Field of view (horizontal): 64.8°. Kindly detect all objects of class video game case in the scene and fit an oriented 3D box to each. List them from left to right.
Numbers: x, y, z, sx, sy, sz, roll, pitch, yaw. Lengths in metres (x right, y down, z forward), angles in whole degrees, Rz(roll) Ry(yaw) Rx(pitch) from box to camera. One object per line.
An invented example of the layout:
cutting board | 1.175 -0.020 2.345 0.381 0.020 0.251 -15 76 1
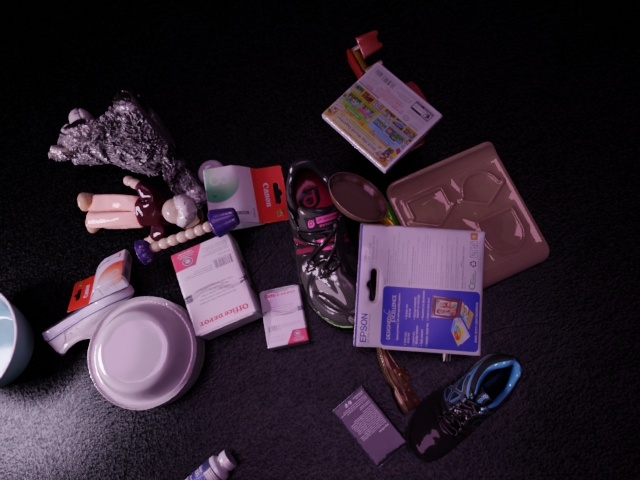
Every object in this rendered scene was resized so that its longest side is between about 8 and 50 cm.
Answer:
video game case | 0.154 -0.312 1.274 0.206 0.026 0.227 -44 77 -6

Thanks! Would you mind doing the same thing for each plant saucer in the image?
plant saucer | 0.091 -0.103 1.266 0.168 0.029 0.168 18 42 -17

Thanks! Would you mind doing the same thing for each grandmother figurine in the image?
grandmother figurine | -0.498 -0.075 1.410 0.342 0.208 0.104 -2 34 17

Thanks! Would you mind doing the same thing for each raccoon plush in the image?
raccoon plush | -0.571 -0.217 1.449 0.299 0.216 0.446 -35 73 3

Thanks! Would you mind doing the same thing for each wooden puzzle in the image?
wooden puzzle | 0.382 -0.045 1.338 0.322 0.080 0.348 -24 83 -4

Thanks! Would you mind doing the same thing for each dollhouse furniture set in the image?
dollhouse furniture set | 0.153 -0.421 1.425 0.152 0.201 0.374 -26 73 -2

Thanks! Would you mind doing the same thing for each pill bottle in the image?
pill bottle | -0.267 0.573 1.235 0.120 0.067 0.067 -40 73 -7

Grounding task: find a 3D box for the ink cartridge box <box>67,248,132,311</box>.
ink cartridge box | -0.612 0.107 1.388 0.179 0.045 0.145 -22 33 -4

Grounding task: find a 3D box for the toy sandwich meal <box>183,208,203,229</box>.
toy sandwich meal | -0.378 -0.066 1.462 0.085 0.029 0.086 -2 73 6

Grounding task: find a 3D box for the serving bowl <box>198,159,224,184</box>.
serving bowl | -0.326 -0.205 1.500 0.083 0.027 0.083 -2 73 6

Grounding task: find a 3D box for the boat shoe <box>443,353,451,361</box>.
boat shoe | 0.342 0.245 1.283 0.043 0.049 0.137 17 71 9

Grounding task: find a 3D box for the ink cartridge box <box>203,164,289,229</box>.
ink cartridge box | -0.210 -0.129 1.437 0.224 0.056 0.181 -11 73 -4

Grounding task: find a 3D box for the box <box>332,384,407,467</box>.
box | 0.116 0.433 1.191 0.093 0.156 0.158 -40 73 -6

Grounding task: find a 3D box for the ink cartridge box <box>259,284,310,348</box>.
ink cartridge box | -0.093 0.203 1.332 0.109 0.063 0.151 -12 71 2

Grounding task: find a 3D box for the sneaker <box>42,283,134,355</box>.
sneaker | -0.617 0.215 1.382 0.258 0.094 0.091 -32 104 -11

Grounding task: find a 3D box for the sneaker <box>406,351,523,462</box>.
sneaker | 0.336 0.386 1.191 0.341 0.140 0.125 -44 75 -6

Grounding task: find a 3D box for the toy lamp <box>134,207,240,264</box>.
toy lamp | -0.346 -0.016 1.326 0.274 0.080 0.080 -22 72 2

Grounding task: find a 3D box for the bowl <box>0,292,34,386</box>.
bowl | -0.903 0.280 1.343 0.311 0.163 0.312 -2 74 5

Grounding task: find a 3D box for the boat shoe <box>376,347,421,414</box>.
boat shoe | 0.193 0.340 1.263 0.060 0.064 0.178 -22 78 -6

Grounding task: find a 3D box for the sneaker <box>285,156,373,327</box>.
sneaker | 0.000 0.000 1.311 0.185 0.202 0.483 -21 72 0

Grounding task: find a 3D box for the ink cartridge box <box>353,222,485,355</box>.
ink cartridge box | 0.242 0.117 1.242 0.307 0.072 0.304 4 85 4

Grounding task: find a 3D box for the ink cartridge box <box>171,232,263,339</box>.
ink cartridge box | -0.275 0.125 1.356 0.171 0.100 0.237 -23 71 -1

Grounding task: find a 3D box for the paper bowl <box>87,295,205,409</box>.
paper bowl | -0.451 0.286 1.293 0.284 0.148 0.284 0 75 1

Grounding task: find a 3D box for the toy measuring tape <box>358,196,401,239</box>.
toy measuring tape | 0.187 0.038 1.341 0.121 0.121 0.330 -27 88 -3
